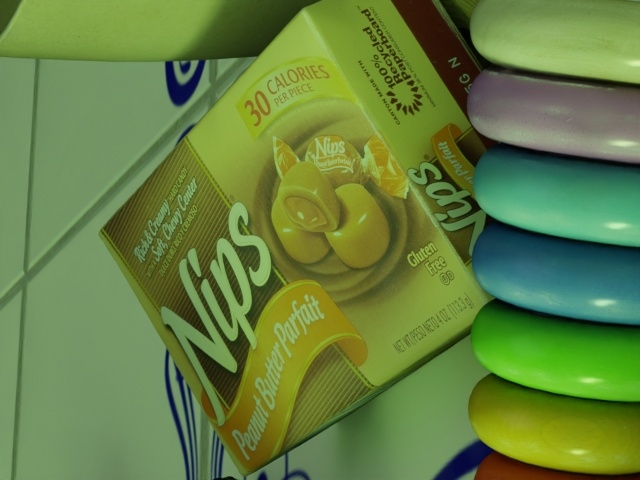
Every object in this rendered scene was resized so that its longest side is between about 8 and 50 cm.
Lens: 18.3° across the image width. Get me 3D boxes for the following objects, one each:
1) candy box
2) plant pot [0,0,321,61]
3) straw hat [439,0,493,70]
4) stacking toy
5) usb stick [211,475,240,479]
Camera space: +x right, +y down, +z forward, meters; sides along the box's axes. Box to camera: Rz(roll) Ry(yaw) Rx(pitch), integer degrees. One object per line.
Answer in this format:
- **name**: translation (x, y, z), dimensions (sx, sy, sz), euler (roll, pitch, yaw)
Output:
- **candy box**: translation (0.000, 0.000, 1.138), dimensions (0.183, 0.087, 0.316), euler (59, 147, 6)
- **plant pot**: translation (-0.053, -0.213, 1.203), dimensions (0.256, 0.274, 0.256), euler (-171, 90, -66)
- **straw hat**: translation (0.089, -0.092, 1.088), dimensions (0.144, 0.061, 0.144), euler (33, 138, 37)
- **stacking toy**: translation (0.121, 0.055, 0.911), dimensions (0.141, 0.141, 0.330), euler (-155, 70, -66)
- **usb stick**: translation (-0.022, 0.204, 1.262), dimensions (0.278, 0.045, 0.077), euler (4, 78, 67)
